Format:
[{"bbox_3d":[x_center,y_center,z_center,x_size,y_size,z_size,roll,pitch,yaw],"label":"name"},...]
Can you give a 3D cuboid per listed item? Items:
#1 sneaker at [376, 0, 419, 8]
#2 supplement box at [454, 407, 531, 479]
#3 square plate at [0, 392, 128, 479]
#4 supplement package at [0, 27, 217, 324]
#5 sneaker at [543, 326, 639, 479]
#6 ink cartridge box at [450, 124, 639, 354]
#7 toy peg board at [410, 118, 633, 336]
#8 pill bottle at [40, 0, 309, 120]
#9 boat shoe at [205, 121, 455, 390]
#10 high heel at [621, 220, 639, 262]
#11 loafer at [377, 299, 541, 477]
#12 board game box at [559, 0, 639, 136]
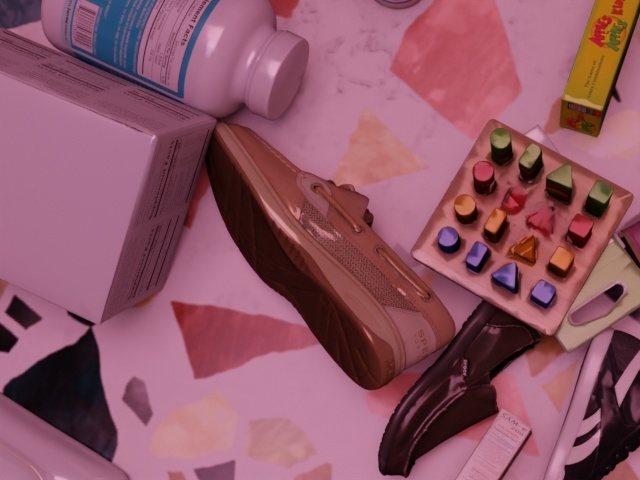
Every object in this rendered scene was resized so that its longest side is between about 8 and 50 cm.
[{"bbox_3d":[0.012,-0.381,1.362,0.102,0.161,0.282,-45,74,-1],"label":"sneaker"},{"bbox_3d":[0.165,0.216,1.259,0.036,0.062,0.098,33,84,15],"label":"supplement box"},{"bbox_3d":[-0.429,0.303,1.336,0.344,0.049,0.347,30,83,13],"label":"square plate"},{"bbox_3d":[-0.274,-0.070,1.307,0.262,0.145,0.204,24,109,13],"label":"supplement package"},{"bbox_3d":[0.288,0.197,1.236,0.121,0.079,0.217,19,80,13],"label":"sneaker"},{"bbox_3d":[0.231,0.002,1.296,0.109,0.062,0.209,-33,76,1],"label":"ink cartridge box"},{"bbox_3d":[0.191,-0.020,1.233,0.161,0.079,0.160,30,85,14],"label":"toy peg board"},{"bbox_3d":[-0.148,-0.220,1.357,0.264,0.146,0.146,26,83,12],"label":"pill bottle"},{"bbox_3d":[0.000,0.000,1.306,0.110,0.121,0.341,-26,62,-24],"label":"boat shoe"},{"bbox_3d":[0.401,0.057,1.251,0.117,0.082,0.244,-32,62,11],"label":"high heel"},{"bbox_3d":[0.138,0.150,1.268,0.078,0.080,0.220,37,85,14],"label":"loafer"},{"bbox_3d":[0.292,-0.206,1.316,0.043,0.092,0.181,18,81,13],"label":"board game box"}]
